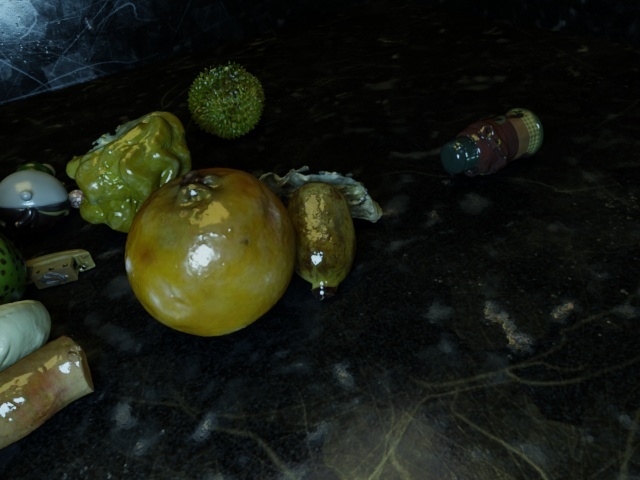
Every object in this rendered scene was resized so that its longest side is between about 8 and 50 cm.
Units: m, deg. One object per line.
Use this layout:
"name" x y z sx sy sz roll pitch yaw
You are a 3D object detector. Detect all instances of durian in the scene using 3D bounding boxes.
"durian" -0.326 -0.475 1.827 0.291 0.224 0.291 4 66 -10

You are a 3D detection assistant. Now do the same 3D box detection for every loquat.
"loquat" -0.205 0.018 0.998 0.329 0.328 0.328 -7 35 5

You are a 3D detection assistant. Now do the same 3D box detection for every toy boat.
"toy boat" -0.645 0.073 1.259 0.201 0.057 0.077 -13 41 -4

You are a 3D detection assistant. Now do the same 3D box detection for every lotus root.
"lotus root" 0.000 0.000 1.099 0.145 0.128 0.260 1 67 -15

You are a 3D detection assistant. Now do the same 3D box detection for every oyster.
"oyster" -0.023 -0.100 1.268 0.352 0.114 0.238 8 -3 1

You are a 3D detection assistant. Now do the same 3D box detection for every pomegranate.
"pomegranate" -0.768 0.061 1.124 0.254 0.254 0.270 -8 79 4

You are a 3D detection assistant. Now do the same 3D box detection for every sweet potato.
"sweet potato" -0.539 0.287 0.868 0.337 0.131 0.131 -34 41 -30

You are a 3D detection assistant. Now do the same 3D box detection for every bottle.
"bottle" 0.432 -0.243 1.339 0.271 0.156 0.143 -22 54 -22

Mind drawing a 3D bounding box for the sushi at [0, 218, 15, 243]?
"sushi" -0.925 0.040 1.279 0.211 0.170 0.350 6 37 26

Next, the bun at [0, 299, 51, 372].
"bun" -0.638 0.211 0.968 0.287 0.146 0.287 -21 6 2

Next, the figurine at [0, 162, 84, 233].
"figurine" -0.824 -0.139 1.519 0.281 0.167 0.370 -7 27 -21

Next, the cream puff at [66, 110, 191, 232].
"cream puff" -0.446 -0.165 1.353 0.274 0.269 0.323 -3 39 43
